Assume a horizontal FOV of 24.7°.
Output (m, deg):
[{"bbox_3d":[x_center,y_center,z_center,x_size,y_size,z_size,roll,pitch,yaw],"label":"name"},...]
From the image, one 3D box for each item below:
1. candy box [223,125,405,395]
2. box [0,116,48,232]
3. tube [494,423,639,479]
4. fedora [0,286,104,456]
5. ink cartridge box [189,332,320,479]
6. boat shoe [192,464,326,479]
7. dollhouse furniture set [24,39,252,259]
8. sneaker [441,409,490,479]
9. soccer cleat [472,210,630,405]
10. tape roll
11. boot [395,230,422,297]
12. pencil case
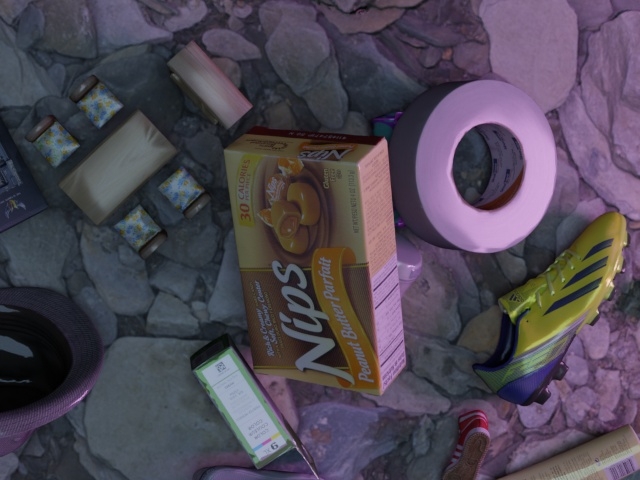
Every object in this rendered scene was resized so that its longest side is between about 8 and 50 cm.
[{"bbox_3d":[-0.004,0.025,1.793,0.183,0.087,0.316,8,120,27],"label":"candy box"},{"bbox_3d":[-0.479,-0.067,1.796,0.233,0.059,0.183,-31,97,-27],"label":"box"},{"bbox_3d":[0.319,0.322,1.962,0.240,0.062,0.070,-27,53,2],"label":"tube"},{"bbox_3d":[-0.410,0.182,1.811,0.275,0.244,0.124,-23,141,-36],"label":"fedora"},{"bbox_3d":[-0.086,0.227,1.880,0.062,0.109,0.209,-34,98,-2],"label":"ink cartridge box"},{"bbox_3d":[-0.059,0.330,1.911,0.226,0.076,0.083,23,87,-24],"label":"boat shoe"},{"bbox_3d":[-0.212,-0.124,1.810,0.242,0.161,0.212,-43,98,-1],"label":"dollhouse furniture set"},{"bbox_3d":[0.194,0.279,1.953,0.042,0.067,0.118,19,123,-10],"label":"sneaker"},{"bbox_3d":[0.303,0.079,1.919,0.121,0.093,0.289,30,91,-1],"label":"soccer cleat"},{"bbox_3d":[0.194,-0.094,1.863,0.219,0.072,0.219,-2,95,-28],"label":"tape roll"},{"bbox_3d":[0.000,0.000,1.879,0.258,0.095,0.123,40,120,12],"label":"boot"},{"bbox_3d":[0.104,-0.091,1.893,0.065,0.070,0.151,-7,95,-5],"label":"pencil case"}]
